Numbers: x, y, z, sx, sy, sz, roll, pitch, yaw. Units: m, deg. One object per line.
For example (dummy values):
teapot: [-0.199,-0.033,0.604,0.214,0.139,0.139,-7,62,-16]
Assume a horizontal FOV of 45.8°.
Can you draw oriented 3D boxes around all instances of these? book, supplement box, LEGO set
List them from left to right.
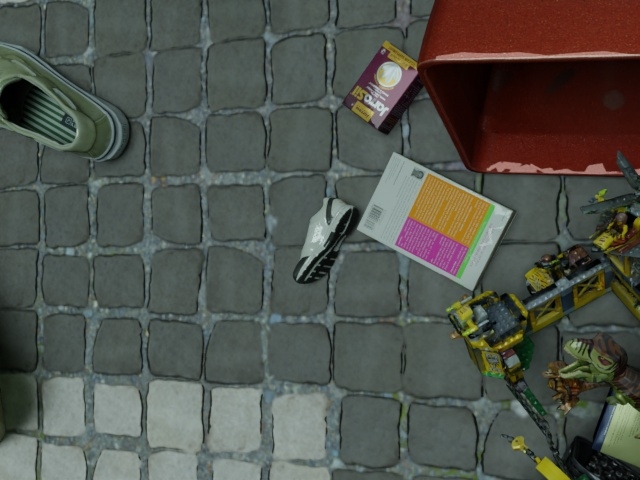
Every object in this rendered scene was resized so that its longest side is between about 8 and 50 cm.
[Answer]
supplement box: [0.072,-0.166,0.828,0.055,0.043,0.083,39,102,16]
book: [0.122,-0.021,0.813,0.144,0.035,0.096,30,102,19]
LEGO set: [0.250,0.088,0.602,0.255,0.192,0.331,-23,49,4]
supplement box: [0.314,0.171,0.722,0.083,0.056,0.083,19,95,20]

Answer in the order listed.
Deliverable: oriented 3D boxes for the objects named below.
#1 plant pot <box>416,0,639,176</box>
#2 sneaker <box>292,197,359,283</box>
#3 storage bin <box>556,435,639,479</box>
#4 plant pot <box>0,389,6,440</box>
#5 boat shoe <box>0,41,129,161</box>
plant pot: [0.251,-0.207,0.662,0.268,0.267,0.235,3,77,21]
sneaker: [0.000,0.000,0.859,0.044,0.040,0.109,38,98,34]
storage bin: [0.291,0.273,0.693,0.180,0.122,0.084,33,100,18]
plant pot: [-0.579,0.134,0.952,0.323,0.323,0.280,-25,64,18]
boat shoe: [-0.383,-0.189,0.973,0.302,0.094,0.109,24,97,19]
